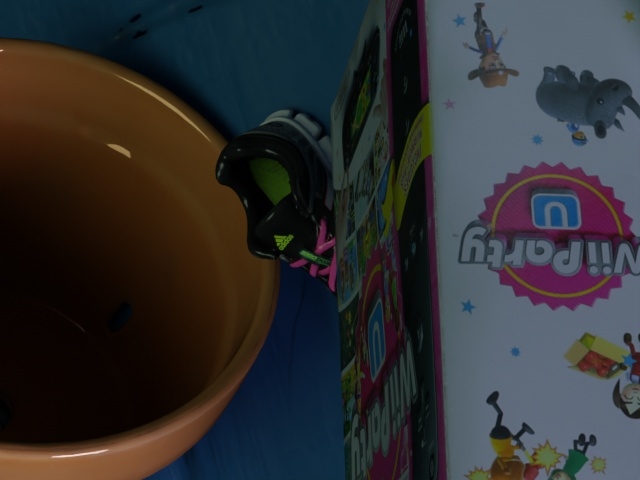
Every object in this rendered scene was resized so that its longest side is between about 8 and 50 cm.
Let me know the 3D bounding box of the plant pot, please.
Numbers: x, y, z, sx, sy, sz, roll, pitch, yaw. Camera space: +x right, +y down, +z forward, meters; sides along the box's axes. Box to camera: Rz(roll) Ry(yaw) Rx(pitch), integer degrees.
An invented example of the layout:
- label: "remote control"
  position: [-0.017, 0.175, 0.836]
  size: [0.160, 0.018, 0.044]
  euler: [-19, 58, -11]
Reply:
- label: "plant pot"
  position: [-0.186, 0.054, 1.019]
  size: [0.291, 0.291, 0.203]
  euler: [48, 143, 21]

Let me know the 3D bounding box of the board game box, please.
- label: "board game box"
  position: [0.070, 0.024, 0.751]
  size: [0.224, 0.097, 0.303]
  euler: [110, 160, -65]

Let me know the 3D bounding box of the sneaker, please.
- label: "sneaker"
  position: [0.000, 0.000, 0.959]
  size: [0.170, 0.074, 0.063]
  euler: [53, 128, 18]

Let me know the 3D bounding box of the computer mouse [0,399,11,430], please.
- label: "computer mouse"
  position: [-0.233, 0.094, 1.198]
  size: [0.262, 0.060, 0.184]
  euler: [18, 117, 49]
